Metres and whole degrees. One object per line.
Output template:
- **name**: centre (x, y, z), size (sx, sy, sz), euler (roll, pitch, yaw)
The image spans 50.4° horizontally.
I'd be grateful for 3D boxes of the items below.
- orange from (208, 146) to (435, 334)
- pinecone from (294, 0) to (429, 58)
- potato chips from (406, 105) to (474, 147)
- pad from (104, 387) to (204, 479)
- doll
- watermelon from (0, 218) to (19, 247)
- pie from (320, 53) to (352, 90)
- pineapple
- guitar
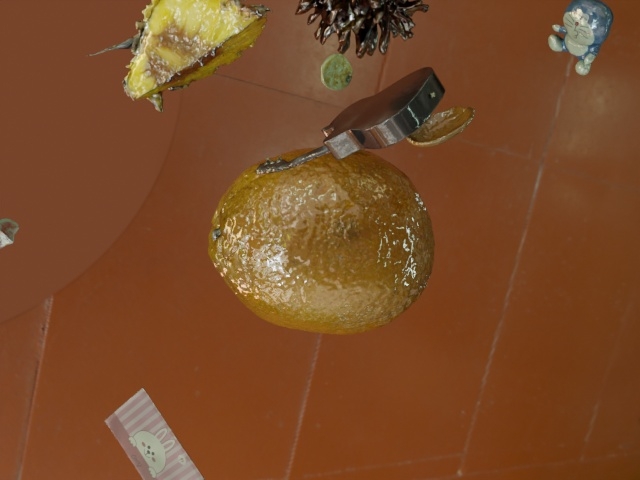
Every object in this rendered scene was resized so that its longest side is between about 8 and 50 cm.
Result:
- **orange**: centre (0.000, 0.000, 1.107), size (0.357, 0.322, 0.321), euler (2, 103, -14)
- **pinecone**: centre (0.123, -0.693, 1.897), size (0.398, 0.398, 0.397), euler (-10, 109, -31)
- **potato chips**: centre (0.345, -0.318, 1.928), size (0.202, 0.150, 0.049), euler (-37, 130, -11)
- **pad**: centre (-0.462, 0.575, 1.871), size (0.202, 0.299, 0.005), euler (-40, 171, 28)
- **doll**: centre (0.320, -0.258, 0.832), size (0.050, 0.076, 0.083), euler (-32, 151, -16)
- **watermelon**: centre (-0.733, -0.014, 1.588), size (0.085, 0.061, 0.085), euler (-49, 166, -17)
- **pie**: centre (0.035, -0.378, 1.534), size (0.085, 0.017, 0.085), euler (-3, 97, -27)
- **pineapple**: centre (-0.233, -0.370, 1.217), size (0.158, 0.335, 0.161), euler (56, 30, -3)
- **guitar**: centre (0.013, -0.097, 0.633), size (0.025, 0.233, 0.088), euler (52, 50, -22)
